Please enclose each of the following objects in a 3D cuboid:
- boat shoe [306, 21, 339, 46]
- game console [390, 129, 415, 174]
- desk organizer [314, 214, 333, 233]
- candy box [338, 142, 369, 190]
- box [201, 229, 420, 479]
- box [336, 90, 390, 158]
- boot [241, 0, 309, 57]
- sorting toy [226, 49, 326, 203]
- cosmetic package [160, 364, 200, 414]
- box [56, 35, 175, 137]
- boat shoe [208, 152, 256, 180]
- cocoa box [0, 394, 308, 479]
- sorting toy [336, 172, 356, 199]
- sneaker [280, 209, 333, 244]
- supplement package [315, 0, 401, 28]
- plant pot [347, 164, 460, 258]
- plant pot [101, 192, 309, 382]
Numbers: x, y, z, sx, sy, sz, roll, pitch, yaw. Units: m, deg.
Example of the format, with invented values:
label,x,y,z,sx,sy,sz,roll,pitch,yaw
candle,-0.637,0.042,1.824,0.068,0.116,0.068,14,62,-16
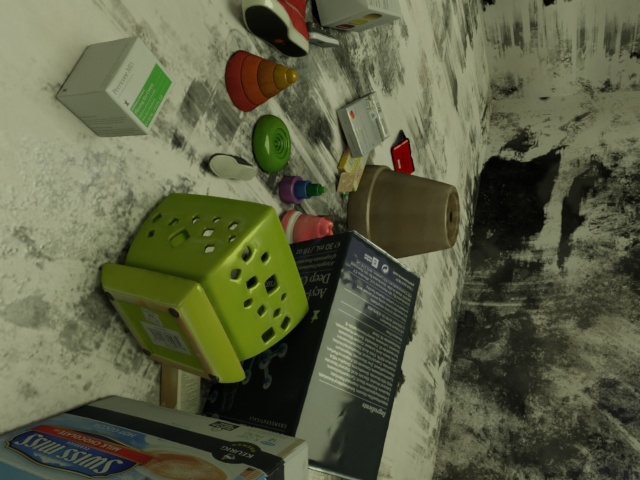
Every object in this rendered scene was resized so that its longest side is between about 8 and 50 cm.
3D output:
label,x,y,z,sx,sy,sz,roll,pitch,yaw
boat shoe,0.005,-0.510,1.295,0.142,0.049,0.040,-17,107,-59
game console,0.295,-0.315,1.925,0.124,0.085,0.144,-34,129,-20
desk organizer,0.000,0.000,1.343,0.050,0.047,0.130,-7,99,-60
candy box,0.107,-0.257,1.544,0.105,0.027,0.205,60,42,-47
box,-0.019,0.214,0.995,0.212,0.294,0.395,32,62,-33
box,0.129,-0.339,1.517,0.186,0.038,0.145,-43,118,-47
boot,-0.087,-0.506,1.076,0.244,0.089,0.176,2,91,-71
sorting toy,-0.067,-0.227,1.100,0.127,0.126,0.365,-62,143,-40
cosmetic package,-0.241,0.245,0.900,0.060,0.041,0.115,3,90,-63
box,-0.277,-0.208,0.713,0.087,0.102,0.101,51,50,-50
boat shoe,-0.172,-0.146,0.997,0.046,0.038,0.125,-49,154,20
cocoa box,-0.218,0.352,0.621,0.228,0.347,0.231,-1,94,-63
sorting toy,0.069,-0.154,1.479,0.062,0.012,0.083,-8,121,-40
sneaker,-0.002,0.074,1.247,0.116,0.136,0.313,-54,139,-45
supplement package,0.096,-0.632,1.345,0.244,0.139,0.133,-31,110,-58
plant pot,0.273,-0.079,1.617,0.323,0.281,0.323,-8,99,-62
plant pot,-0.181,0.079,0.812,0.207,0.228,0.227,-52,138,-40
